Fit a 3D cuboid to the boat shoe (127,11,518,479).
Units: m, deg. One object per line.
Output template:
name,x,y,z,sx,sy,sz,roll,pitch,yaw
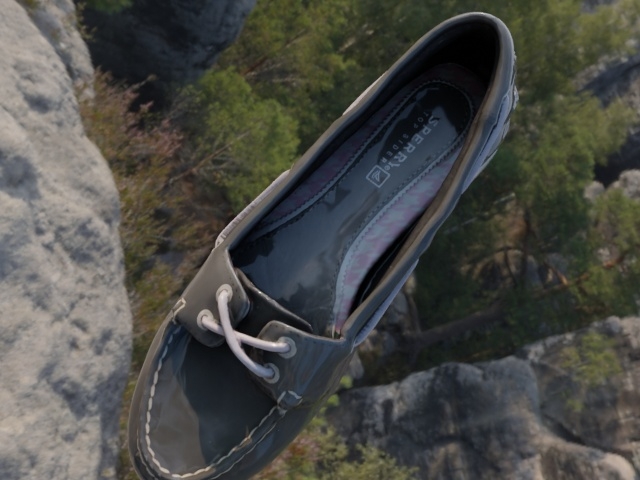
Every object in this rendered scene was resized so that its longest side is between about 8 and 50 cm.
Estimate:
boat shoe,0.000,0.000,0.402,0.112,0.335,0.095,36,-14,15
